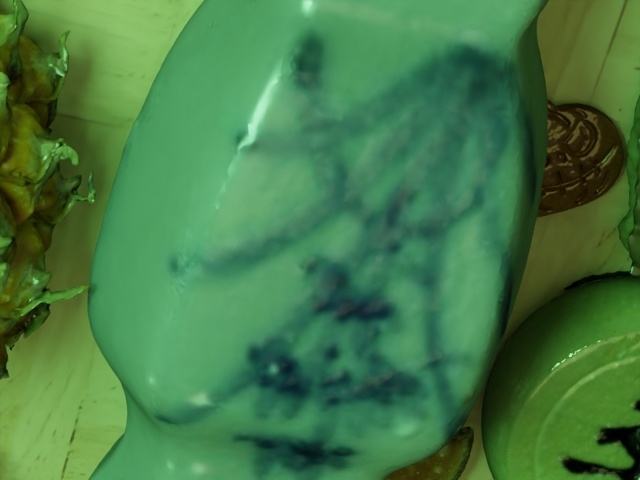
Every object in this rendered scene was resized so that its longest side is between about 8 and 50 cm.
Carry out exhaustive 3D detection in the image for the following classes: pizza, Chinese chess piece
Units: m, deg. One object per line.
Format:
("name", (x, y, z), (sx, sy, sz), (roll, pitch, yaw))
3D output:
("pizza", (0.054, 0.135, 1.258), (0.078, 0.025, 0.083), (30, 120, -14))
("Chinese chess piece", (0.195, 0.114, 1.234), (0.188, 0.083, 0.188), (-2, 118, -3))

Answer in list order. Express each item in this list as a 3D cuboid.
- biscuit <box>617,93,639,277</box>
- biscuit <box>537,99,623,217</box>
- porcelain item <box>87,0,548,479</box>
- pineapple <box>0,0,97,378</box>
("biscuit", (0.274, -0.099, 1.159), (0.187, 0.036, 0.274), (3, 116, -9))
("biscuit", (0.135, -0.051, 1.178), (0.091, 0.015, 0.078), (-17, 118, 2))
("porcelain item", (0.000, 0.000, 1.095), (0.242, 0.178, 0.405), (10, 115, -13))
("pineapple", (-0.259, -0.076, 0.991), (0.344, 0.209, 0.286), (16, 108, -18))
